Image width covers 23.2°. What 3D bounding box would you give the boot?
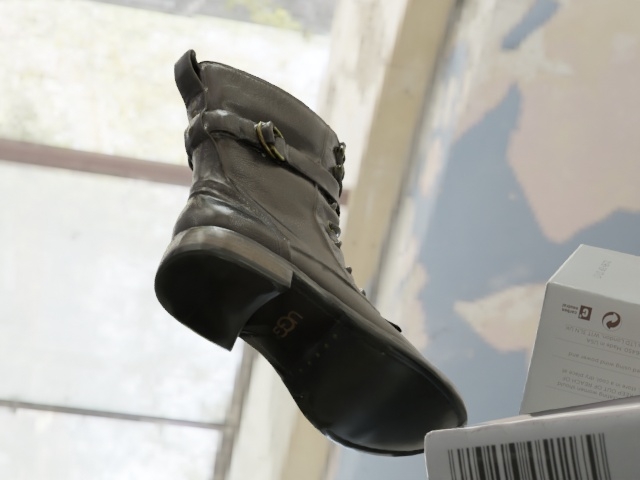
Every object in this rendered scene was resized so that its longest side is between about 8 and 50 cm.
[{"bbox_3d":[0.000,0.000,1.041,0.091,0.263,0.229,-38,-153,29],"label":"boot"}]

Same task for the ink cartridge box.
[{"bbox_3d":[0.181,0.068,0.559,0.189,0.232,0.066,-15,-93,42],"label":"ink cartridge box"}]

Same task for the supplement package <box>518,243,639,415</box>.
[{"bbox_3d":[0.175,0.142,0.867,0.139,0.134,0.244,-28,130,-70],"label":"supplement package"}]
